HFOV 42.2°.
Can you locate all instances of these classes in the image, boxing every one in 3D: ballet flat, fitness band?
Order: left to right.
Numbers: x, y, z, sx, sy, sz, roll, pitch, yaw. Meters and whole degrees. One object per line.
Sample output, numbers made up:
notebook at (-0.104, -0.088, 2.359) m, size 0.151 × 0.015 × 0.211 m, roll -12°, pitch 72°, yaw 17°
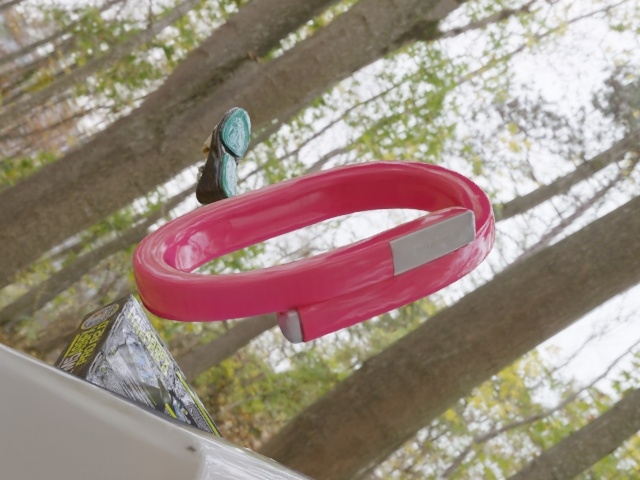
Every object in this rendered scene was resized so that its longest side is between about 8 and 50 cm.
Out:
ballet flat at (-0.161, -0.132, 1.321) m, size 0.074 × 0.074 × 0.203 m, roll 78°, pitch 14°, yaw -50°
fitness band at (0.000, 0.000, 0.650) m, size 0.209 × 0.290 × 0.054 m, roll 27°, pitch -49°, yaw 58°

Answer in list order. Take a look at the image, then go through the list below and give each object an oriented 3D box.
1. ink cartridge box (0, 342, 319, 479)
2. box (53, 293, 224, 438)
ink cartridge box at (-0.093, 0.262, 0.492) m, size 0.166 × 0.285 × 0.395 m, roll 17°, pitch -16°, yaw 30°
box at (-0.155, 0.212, 0.778) m, size 0.270 × 0.060 × 0.216 m, roll 62°, pitch 9°, yaw -18°
